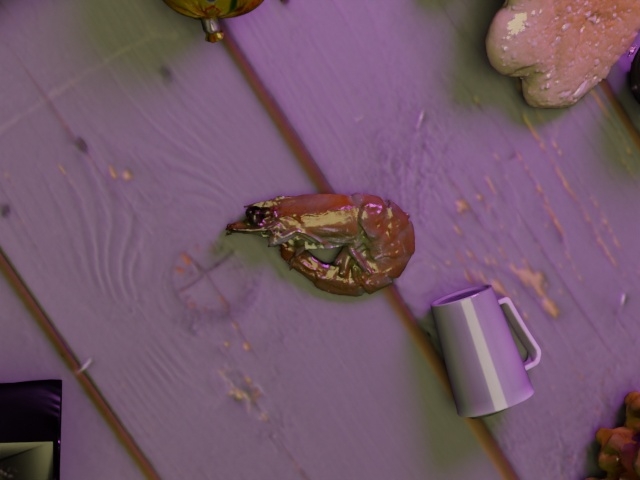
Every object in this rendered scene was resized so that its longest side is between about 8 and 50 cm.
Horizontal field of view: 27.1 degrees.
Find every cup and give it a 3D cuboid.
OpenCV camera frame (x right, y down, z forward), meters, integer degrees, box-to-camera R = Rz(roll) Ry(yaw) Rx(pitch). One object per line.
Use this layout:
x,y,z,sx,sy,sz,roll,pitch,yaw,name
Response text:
0.161,0.101,1.251,0.104,0.074,0.116,-20,93,-31,cup

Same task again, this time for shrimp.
0.000,0.000,1.232,0.180,0.041,0.099,6,109,-10,shrimp

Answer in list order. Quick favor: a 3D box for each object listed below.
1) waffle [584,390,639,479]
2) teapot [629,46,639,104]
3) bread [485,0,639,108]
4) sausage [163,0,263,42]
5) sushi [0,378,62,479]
0.410,0.284,1.263,0.324,0.151,0.261,21,88,-9,waffle
0.338,-0.140,1.241,0.092,0.091,0.124,-31,93,-4,teapot
0.248,-0.244,1.206,0.251,0.039,0.182,-48,130,-1,bread
-0.084,-0.344,1.140,0.123,0.123,0.347,4,94,-9,sausage
-0.332,0.231,1.107,0.227,0.215,0.212,-1,95,-9,sushi
